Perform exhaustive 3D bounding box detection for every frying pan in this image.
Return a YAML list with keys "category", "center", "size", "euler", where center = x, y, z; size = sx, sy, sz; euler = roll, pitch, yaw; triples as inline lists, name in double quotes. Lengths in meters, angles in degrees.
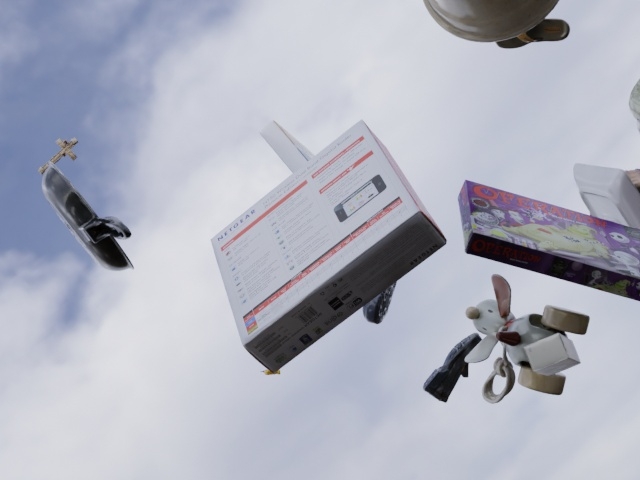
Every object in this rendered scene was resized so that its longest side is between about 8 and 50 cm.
- category: "frying pan"
  center: [-0.306, -0.002, 1.504]
  size: [0.053, 0.326, 0.197]
  euler: [-38, -50, -11]

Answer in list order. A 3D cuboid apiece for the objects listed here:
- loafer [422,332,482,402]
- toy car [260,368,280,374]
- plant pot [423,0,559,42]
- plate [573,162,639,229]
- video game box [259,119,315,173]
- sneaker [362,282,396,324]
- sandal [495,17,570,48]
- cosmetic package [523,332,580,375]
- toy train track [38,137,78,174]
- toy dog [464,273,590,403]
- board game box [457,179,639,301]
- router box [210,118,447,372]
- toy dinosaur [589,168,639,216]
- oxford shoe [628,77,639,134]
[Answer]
- category: "loafer"
  center: [0.296, 0.273, 2.312]
  size: [0.170, 0.061, 0.062]
  euler: [-50, 3, 7]
- category: "toy car"
  center: [-0.121, 0.225, 2.180]
  size: [0.040, 0.122, 0.060]
  euler: [-3, -68, -26]
- category: "plant pot"
  center: [0.304, -0.601, 2.135]
  size: [0.334, 0.334, 0.305]
  euler: [-51, -25, 10]
- category: "plate"
  center: [0.607, -0.026, 2.128]
  size: [0.045, 0.277, 0.278]
  euler: [-36, 9, 0]
- category: "video game box"
  center: [-0.016, -0.137, 2.204]
  size: [0.048, 0.205, 0.187]
  euler: [-42, -31, 5]
- category: "sneaker"
  center: [0.120, 0.105, 2.709]
  size: [0.319, 0.131, 0.112]
  euler: [-65, -19, -61]
- category: "sandal"
  center: [0.510, -0.503, 2.584]
  size: [0.049, 0.180, 0.072]
  euler: [-44, -50, -75]
- category: "cosmetic package"
  center: [0.352, 0.174, 1.626]
  size: [0.060, 0.041, 0.115]
  euler: [-25, -18, 18]
- category: "toy train track"
  center: [-0.443, -0.143, 1.809]
  size: [0.083, 0.048, 0.014]
  euler: [-44, -13, -5]
- category: "toy dog"
  center: [0.340, 0.172, 1.973]
  size: [0.161, 0.220, 0.334]
  euler: [17, -18, -20]
- category: "board game box"
  center: [0.411, 0.001, 1.845]
  size: [0.208, 0.347, 0.056]
  euler: [-87, 13, -66]
- category: "router box"
  center: [0.000, 0.000, 1.695]
  size: [0.335, 0.301, 0.082]
  euler: [-37, -55, 10]
- category: "toy dinosaur"
  center: [0.728, -0.102, 2.603]
  size: [0.295, 0.127, 0.200]
  euler: [-54, 2, 43]
- category: "oxford shoe"
  center: [0.687, -0.294, 1.923]
  size: [0.449, 0.169, 0.130]
  euler: [-42, -52, -34]
